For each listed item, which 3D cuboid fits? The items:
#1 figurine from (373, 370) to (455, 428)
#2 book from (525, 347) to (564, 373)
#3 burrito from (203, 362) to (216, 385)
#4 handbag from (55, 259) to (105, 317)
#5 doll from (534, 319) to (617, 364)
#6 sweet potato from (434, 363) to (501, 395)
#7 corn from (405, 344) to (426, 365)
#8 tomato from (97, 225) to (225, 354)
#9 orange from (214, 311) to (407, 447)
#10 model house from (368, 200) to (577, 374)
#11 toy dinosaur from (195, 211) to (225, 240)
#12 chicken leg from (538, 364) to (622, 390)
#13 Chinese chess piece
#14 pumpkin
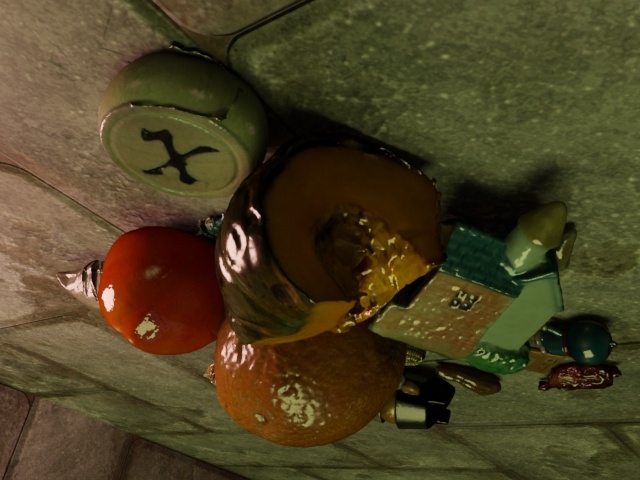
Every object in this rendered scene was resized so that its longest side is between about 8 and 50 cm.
[{"bbox_3d":[0.185,0.392,1.703,0.309,0.143,0.308,12,170,2],"label":"figurine"},{"bbox_3d":[0.433,0.258,1.510,0.172,0.012,0.118,11,151,0],"label":"book"},{"bbox_3d":[-0.129,0.410,1.911,0.392,0.076,0.117,22,142,-23],"label":"burrito"},{"bbox_3d":[-0.417,0.095,1.420,0.271,0.117,0.182,-9,137,34],"label":"handbag"},{"bbox_3d":[0.493,0.194,1.313,0.152,0.085,0.114,-5,137,45],"label":"doll"},{"bbox_3d":[0.357,0.332,1.627,0.182,0.054,0.053,20,141,-12],"label":"sweet potato"},{"bbox_3d":[0.138,0.232,1.510,0.203,0.072,0.072,17,150,-11],"label":"corn"},{"bbox_3d":[-0.266,0.084,1.229,0.260,0.259,0.180,20,130,-16],"label":"tomato"},{"bbox_3d":[-0.011,0.182,1.194,0.322,0.357,0.322,19,128,25],"label":"orange"},{"bbox_3d":[0.263,0.023,1.029,0.267,0.194,0.325,20,136,-11],"label":"model house"},{"bbox_3d":[-0.187,-0.026,1.204,0.047,0.030,0.083,31,145,-35],"label":"toy dinosaur"},{"bbox_3d":[0.565,0.309,1.517,0.089,0.048,0.219,33,144,-29],"label":"chicken leg"},{"bbox_3d":[-0.186,-0.150,0.925,0.238,0.092,0.237,9,150,5],"label":"Chinese chess piece"},{"bbox_3d":[0.000,0.000,0.936,0.303,0.256,0.225,-8,153,-35],"label":"pumpkin"}]
